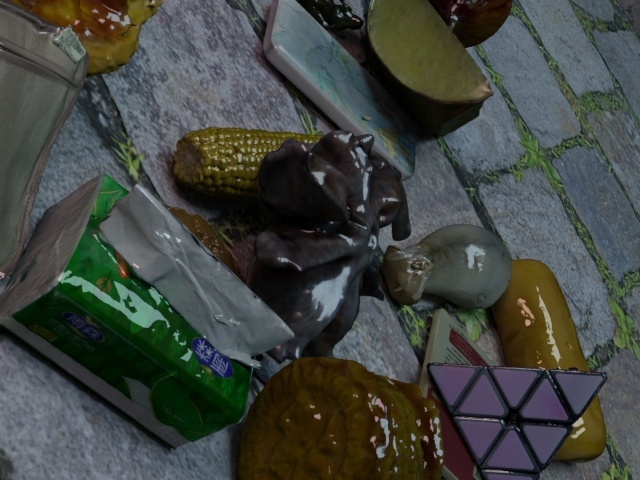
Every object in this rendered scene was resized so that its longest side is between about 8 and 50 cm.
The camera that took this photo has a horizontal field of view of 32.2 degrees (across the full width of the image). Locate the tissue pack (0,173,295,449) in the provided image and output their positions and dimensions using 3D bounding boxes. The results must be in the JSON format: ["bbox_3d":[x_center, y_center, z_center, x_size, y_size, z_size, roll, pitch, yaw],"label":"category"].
[{"bbox_3d":[-0.141,0.054,0.965,0.209,0.156,0.148,42,38,-25],"label":"tissue pack"}]

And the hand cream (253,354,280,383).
[{"bbox_3d":[-0.043,0.147,1.150,0.093,0.019,0.030,48,31,-28],"label":"hand cream"}]

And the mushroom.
[{"bbox_3d":[0.170,0.030,1.458,0.225,0.093,0.116,10,69,-53],"label":"mushroom"}]

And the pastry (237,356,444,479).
[{"bbox_3d":[0.016,0.199,1.023,0.103,0.189,0.188,25,45,-43],"label":"pastry"}]

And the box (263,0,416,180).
[{"bbox_3d":[0.032,-0.207,1.516,0.285,0.044,0.142,40,33,-27],"label":"box"}]

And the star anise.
[{"bbox_3d":[0.000,0.000,1.186,0.316,0.139,0.359,-60,152,-26],"label":"star anise"}]

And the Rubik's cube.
[{"bbox_3d":[0.206,0.239,1.343,0.190,0.211,0.178,11,75,-14],"label":"Rubik's cube"}]

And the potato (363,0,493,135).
[{"bbox_3d":[0.166,-0.225,1.630,0.269,0.112,0.255,63,6,29],"label":"potato"}]

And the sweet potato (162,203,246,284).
[{"bbox_3d":[-0.125,0.014,1.109,0.206,0.060,0.068,44,69,-38],"label":"sweet potato"}]

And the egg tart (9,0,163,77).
[{"bbox_3d":[-0.305,-0.280,1.020,0.339,0.153,0.351,34,40,-33],"label":"egg tart"}]

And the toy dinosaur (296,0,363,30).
[{"bbox_3d":[-0.025,-0.370,1.598,0.187,0.087,0.179,58,-8,-29],"label":"toy dinosaur"}]

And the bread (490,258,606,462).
[{"bbox_3d":[0.318,0.162,1.554,0.142,0.091,0.305,22,48,-51],"label":"bread"}]

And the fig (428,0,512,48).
[{"bbox_3d":[0.219,-0.386,1.820,0.202,0.149,0.148,-19,114,-41],"label":"fig"}]

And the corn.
[{"bbox_3d":[-0.056,-0.081,1.250,0.260,0.091,0.091,2,36,-48],"label":"corn"}]

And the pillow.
[{"bbox_3d":[-0.268,-0.077,0.897,0.131,0.038,0.232,19,91,-49],"label":"pillow"}]

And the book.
[{"bbox_3d":[0.179,0.212,1.383,0.162,0.022,0.232,47,34,-22],"label":"book"}]
